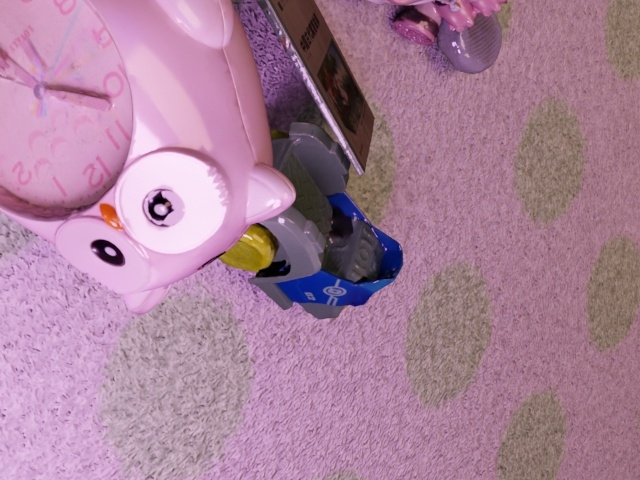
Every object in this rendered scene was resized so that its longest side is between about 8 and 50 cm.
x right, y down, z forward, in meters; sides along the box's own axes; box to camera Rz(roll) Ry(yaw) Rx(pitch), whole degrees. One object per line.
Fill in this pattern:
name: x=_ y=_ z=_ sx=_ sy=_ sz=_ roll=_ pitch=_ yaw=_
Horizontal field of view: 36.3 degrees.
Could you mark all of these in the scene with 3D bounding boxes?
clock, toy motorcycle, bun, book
clock: x=-0.209 y=-0.138 z=1.037 sx=0.376 sy=0.368 sz=0.250 roll=55 pitch=31 yaw=0
toy motorcycle: x=0.000 y=0.000 z=1.390 sx=0.326 sy=0.200 sz=0.191 roll=53 pitch=43 yaw=-41
bun: x=0.247 y=-0.353 z=1.687 sx=0.141 sy=0.083 sz=0.141 roll=5 pitch=83 yaw=-44
book: x=0.000 y=-0.248 z=1.370 sx=0.282 sy=0.025 sz=0.215 roll=59 pitch=20 yaw=-23

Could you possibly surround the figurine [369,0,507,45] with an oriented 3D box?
figurine: x=0.143 y=-0.450 z=1.478 sx=0.361 sy=0.253 sz=0.211 roll=17 pitch=40 yaw=-53
